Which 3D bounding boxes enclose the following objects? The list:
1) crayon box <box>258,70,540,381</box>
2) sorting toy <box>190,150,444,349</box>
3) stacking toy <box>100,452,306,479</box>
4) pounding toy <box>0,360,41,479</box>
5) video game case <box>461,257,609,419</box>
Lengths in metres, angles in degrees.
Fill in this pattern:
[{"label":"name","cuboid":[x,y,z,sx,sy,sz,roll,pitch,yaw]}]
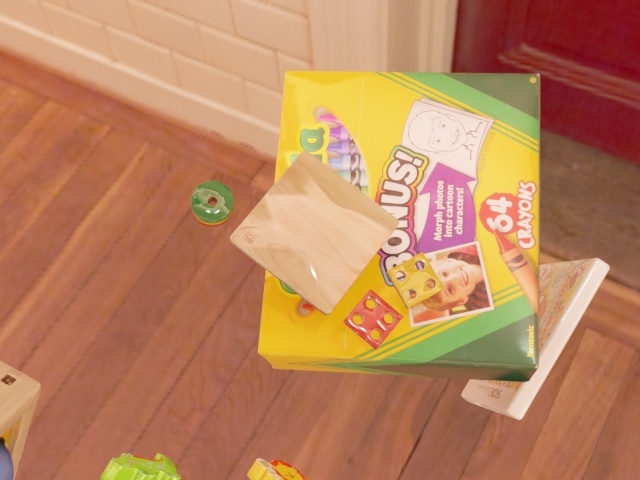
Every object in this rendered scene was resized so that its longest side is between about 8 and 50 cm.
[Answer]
[{"label":"crayon box","cuboid":[0.101,-0.023,1.112,0.313,0.106,0.362,2,72,7]},{"label":"sorting toy","cuboid":[0.000,0.000,0.998,0.275,0.046,0.132,37,73,5]},{"label":"stacking toy","cuboid":[-0.122,0.239,0.707,0.052,0.221,0.167,39,99,40]},{"label":"pounding toy","cuboid":[-0.204,0.133,0.474,0.094,0.181,0.206,28,31,6]},{"label":"video game case","cuboid":[0.281,0.127,1.233,0.026,0.206,0.227,33,82,-4]}]
